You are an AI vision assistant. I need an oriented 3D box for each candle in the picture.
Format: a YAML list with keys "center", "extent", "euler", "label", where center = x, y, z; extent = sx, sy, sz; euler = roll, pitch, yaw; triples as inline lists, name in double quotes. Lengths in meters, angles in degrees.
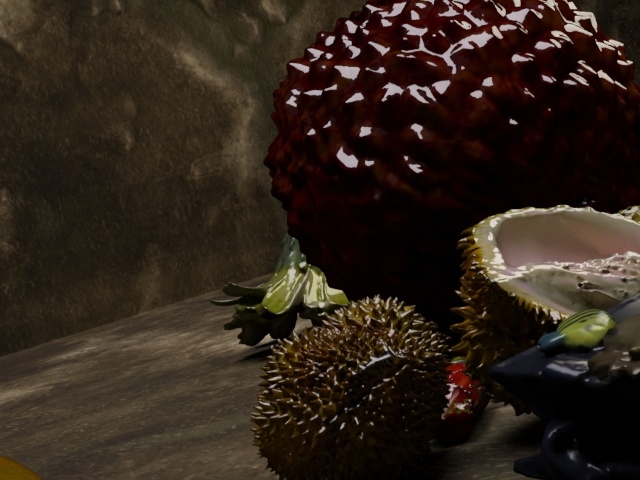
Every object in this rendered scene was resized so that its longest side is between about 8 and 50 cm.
- center: [0.109, 0.131, 1.212]
  extent: [0.052, 0.052, 0.131]
  euler: [-14, 4, 16]
  label: "candle"

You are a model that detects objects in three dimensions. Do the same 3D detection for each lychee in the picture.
- center: [0.170, -0.087, 1.644]
  extent: [0.500, 0.424, 0.425]
  euler: [25, 31, 38]
  label: "lychee"

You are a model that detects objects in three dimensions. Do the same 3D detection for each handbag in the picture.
- center: [0.302, 0.064, 0.911]
  extent: [0.329, 0.122, 0.303]
  euler: [-19, 5, -30]
  label: "handbag"

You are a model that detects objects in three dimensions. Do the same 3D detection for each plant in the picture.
- center: [0.028, 0.033, 2.038]
  extent: [0.261, 0.297, 0.306]
  euler: [24, 9, 32]
  label: "plant"

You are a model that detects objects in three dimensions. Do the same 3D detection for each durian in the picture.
- center: [0.027, 0.115, 1.113]
  extent: [0.158, 0.137, 0.168]
  euler: [-61, 15, -23]
  label: "durian"
- center: [0.200, 0.058, 1.171]
  extent: [0.250, 0.138, 0.183]
  euler: [-11, 20, -30]
  label: "durian"

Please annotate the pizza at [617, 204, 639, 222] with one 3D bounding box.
- center: [0.312, -0.005, 1.378]
  extent: [0.323, 0.089, 0.223]
  euler: [-43, -10, -1]
  label: "pizza"

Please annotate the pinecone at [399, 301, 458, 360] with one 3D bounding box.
- center: [0.075, 0.105, 1.368]
  extent: [0.109, 0.102, 0.102]
  euler: [-1, 12, 41]
  label: "pinecone"

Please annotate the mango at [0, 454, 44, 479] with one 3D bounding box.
- center: [-0.246, 0.206, 1.002]
  extent: [0.151, 0.120, 0.221]
  euler: [-23, 14, -41]
  label: "mango"
